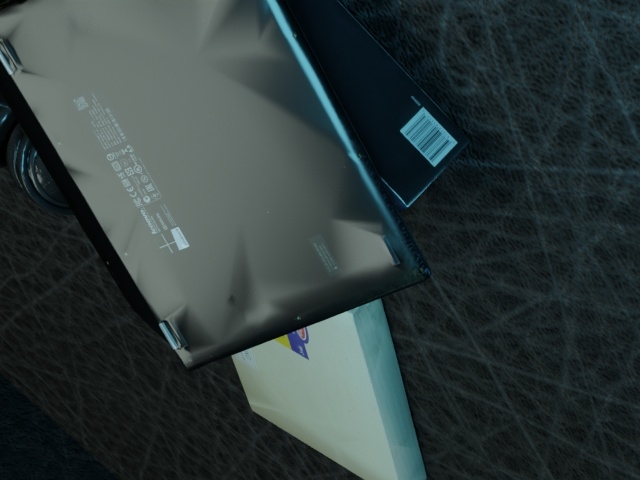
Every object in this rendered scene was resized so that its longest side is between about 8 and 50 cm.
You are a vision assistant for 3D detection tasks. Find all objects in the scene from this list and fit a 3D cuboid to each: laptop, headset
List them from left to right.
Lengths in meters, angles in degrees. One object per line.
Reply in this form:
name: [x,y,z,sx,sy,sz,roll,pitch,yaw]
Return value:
headset: [-0.336,-0.150,2.086,0.243,0.185,0.394,33,169,31]
laptop: [-0.140,-0.102,1.614,0.408,0.236,0.382,-22,109,22]

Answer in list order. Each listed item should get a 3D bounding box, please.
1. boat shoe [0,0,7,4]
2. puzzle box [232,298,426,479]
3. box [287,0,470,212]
boat shoe: [-0.250,-0.303,1.665,0.302,0.103,0.113,-7,161,34]
puzzle box: [-0.013,0.140,2.096,0.272,0.052,0.409,29,152,31]
box: [-0.013,-0.132,1.598,0.261,0.103,0.184,46,159,-5]
